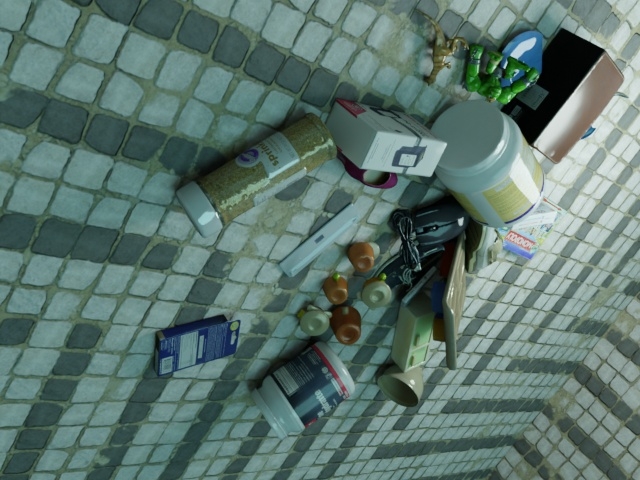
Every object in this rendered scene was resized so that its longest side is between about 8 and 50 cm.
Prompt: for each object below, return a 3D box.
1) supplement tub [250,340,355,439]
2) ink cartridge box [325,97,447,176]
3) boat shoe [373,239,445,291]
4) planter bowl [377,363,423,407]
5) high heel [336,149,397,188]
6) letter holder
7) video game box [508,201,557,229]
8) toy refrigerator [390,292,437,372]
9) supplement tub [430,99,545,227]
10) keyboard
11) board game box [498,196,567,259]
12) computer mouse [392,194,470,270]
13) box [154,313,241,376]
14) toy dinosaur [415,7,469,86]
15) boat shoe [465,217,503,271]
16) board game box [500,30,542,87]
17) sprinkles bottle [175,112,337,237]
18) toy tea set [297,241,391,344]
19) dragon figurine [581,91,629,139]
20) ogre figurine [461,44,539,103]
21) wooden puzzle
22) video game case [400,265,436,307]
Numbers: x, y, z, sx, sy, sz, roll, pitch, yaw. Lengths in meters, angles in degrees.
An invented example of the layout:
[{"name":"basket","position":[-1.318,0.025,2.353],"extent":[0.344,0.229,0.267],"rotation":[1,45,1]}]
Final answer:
[{"name":"supplement tub","position":[-0.052,0.446,2.042],"extent":[0.272,0.191,0.191],"rotation":[-34,139,-10]},{"name":"ink cartridge box","position":[0.152,-0.240,1.614],"extent":[0.237,0.172,0.100],"rotation":[2,123,-40]},{"name":"boat shoe","position":[0.263,0.087,2.064],"extent":[0.254,0.079,0.095],"rotation":[-37,143,-4]},{"name":"planter bowl","position":[0.296,0.491,2.407],"extent":[0.109,0.162,0.162],"rotation":[-50,148,-34]},{"name":"high heel","position":[0.142,-0.163,1.716],"extent":[0.082,0.117,0.244],"rotation":[-50,139,9]},{"name":"letter holder","position":[0.676,-0.393,1.920],"extent":[0.214,0.152,0.302],"rotation":[18,112,-48]},{"name":"video game box","position":[0.565,-0.111,2.035],"extent":[0.187,0.205,0.048],"rotation":[-7,128,-35]},{"name":"toy refrigerator","position":[0.317,0.314,2.297],"extent":[0.102,0.094,0.270],"rotation":[-18,135,-26]},{"name":"supplement tub","position":[0.444,-0.201,1.831],"extent":[0.241,0.241,0.331],"rotation":[-46,140,5]},{"name":"keyboard","position":[0.000,0.000,1.832],"extent":[0.256,0.014,0.072],"rotation":[-40,135,-3]},{"name":"board game box","position":[0.687,-0.062,2.300],"extent":[0.317,0.046,0.214],"rotation":[18,111,-46]},{"name":"computer mouse","position":[0.344,-0.041,1.985],"extent":[0.272,0.072,0.189],"rotation":[-26,112,-24]},{"name":"box","position":[-0.320,0.269,1.790],"extent":[0.225,0.036,0.136],"rotation":[-11,131,-30]},{"name":"toy dinosaur","position":[0.286,-0.456,1.616],"extent":[0.112,0.064,0.212],"rotation":[-26,137,-17]},{"name":"boat shoe","position":[0.508,-0.006,2.124],"extent":[0.103,0.113,0.302],"rotation":[-12,153,-3]},{"name":"board game box","position":[0.523,-0.476,1.815],"extent":[0.133,0.033,0.169],"rotation":[-26,132,-12]},{"name":"sprinkles bottle","position":[-0.138,-0.146,1.506],"extent":[0.355,0.121,0.121],"rotation":[-33,139,-12]},{"name":"toy tea set","position":[0.084,0.149,1.981],"extent":[0.200,0.124,0.336],"rotation":[30,110,-18]},{"name":"dragon figurine","position":[0.783,-0.365,2.075],"extent":[0.289,0.085,0.144],"rotation":[-23,139,-15]},{"name":"ogre figurine","position":[0.451,-0.417,1.754],"extent":[0.197,0.097,0.118],"rotation":[2,131,-33]},{"name":"wooden puzzle","position":[0.397,0.174,2.120],"extent":[0.080,0.348,0.322],"rotation":[3,138,16]},{"name":"video game case","position":[0.304,0.148,2.133],"extent":[0.143,0.019,0.157],"rotation":[-46,168,-5]}]
